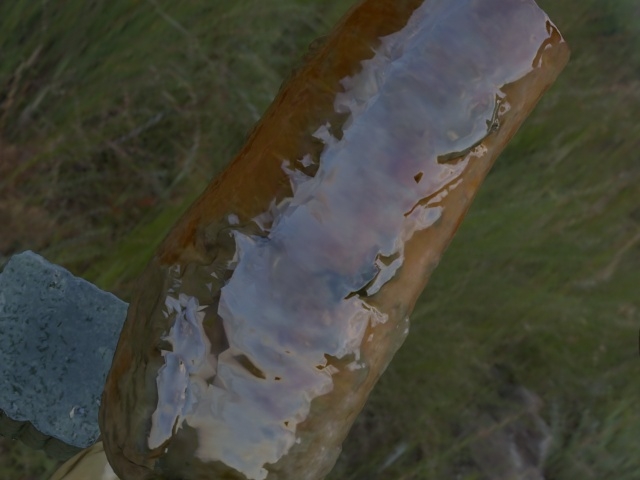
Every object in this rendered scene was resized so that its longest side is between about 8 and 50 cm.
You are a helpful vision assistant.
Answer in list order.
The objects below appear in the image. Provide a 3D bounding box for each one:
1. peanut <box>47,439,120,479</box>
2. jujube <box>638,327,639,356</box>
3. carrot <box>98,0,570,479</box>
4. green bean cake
[{"bbox_3d":[-0.162,0.313,0.990,0.192,0.387,0.169,7,25,-36],"label":"peanut"},{"bbox_3d":[0.351,0.118,1.081,0.190,0.190,0.255,39,46,-9],"label":"jujube"},{"bbox_3d":[0.000,0.000,0.653,0.138,0.302,0.139,35,-2,1],"label":"carrot"},{"bbox_3d":[-0.301,0.130,1.422,0.183,0.094,0.185,30,53,-11],"label":"green bean cake"}]
